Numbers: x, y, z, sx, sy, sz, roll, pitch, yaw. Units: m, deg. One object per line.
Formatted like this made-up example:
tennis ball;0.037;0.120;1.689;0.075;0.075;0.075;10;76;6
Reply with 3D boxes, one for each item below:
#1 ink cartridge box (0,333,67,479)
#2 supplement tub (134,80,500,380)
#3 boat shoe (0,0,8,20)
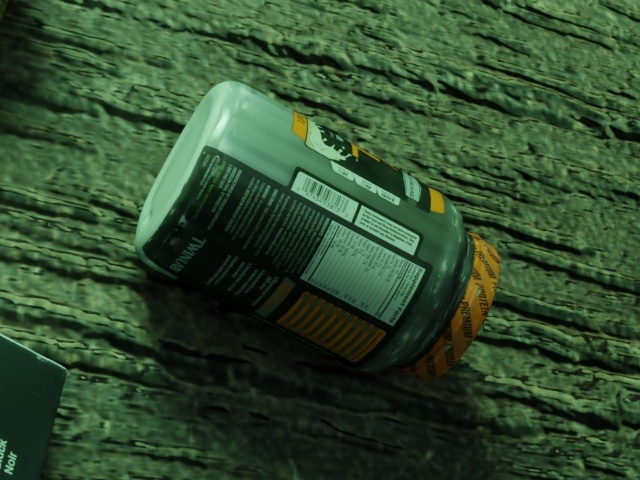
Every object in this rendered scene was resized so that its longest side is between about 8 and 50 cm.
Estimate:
ink cartridge box;-0.222;0.113;0.571;0.208;0.045;0.206;34;54;-40
supplement tub;0.000;0.000;0.740;0.190;0.117;0.117;28;59;-15
boat shoe;-0.216;-0.139;0.715;0.080;0.073;0.223;40;75;-24
